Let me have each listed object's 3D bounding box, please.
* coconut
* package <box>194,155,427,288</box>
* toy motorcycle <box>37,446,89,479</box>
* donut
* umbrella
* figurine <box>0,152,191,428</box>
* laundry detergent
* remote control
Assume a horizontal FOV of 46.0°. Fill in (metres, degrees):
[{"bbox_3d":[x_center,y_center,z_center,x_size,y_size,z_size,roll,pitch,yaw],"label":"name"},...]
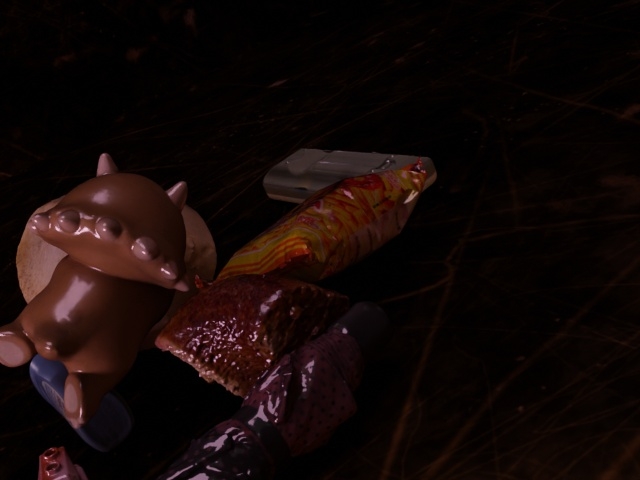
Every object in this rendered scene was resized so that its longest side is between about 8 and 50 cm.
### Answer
[{"bbox_3d":[-0.268,0.038,1.035,0.259,0.259,0.259,-20,25,10],"label":"coconut"},{"bbox_3d":[0.003,-0.001,0.954,0.288,0.108,0.223,-36,6,-37],"label":"package"},{"bbox_3d":[-0.226,0.254,0.675,0.084,0.118,0.212,-21,23,-16],"label":"toy motorcycle"},{"bbox_3d":[-0.083,0.095,0.820,0.186,0.126,0.144,12,76,40],"label":"donut"},{"bbox_3d":[-0.041,0.172,0.703,0.326,0.094,0.090,-39,11,-30],"label":"umbrella"},{"bbox_3d":[-0.232,0.032,0.798,0.177,0.173,0.247,35,55,11],"label":"figurine"},{"bbox_3d":[-0.299,0.181,0.909,0.061,0.097,0.206,-46,32,-21],"label":"laundry detergent"},{"bbox_3d":[0.033,-0.105,1.217,0.128,0.066,0.335,-39,28,-25],"label":"remote control"}]
